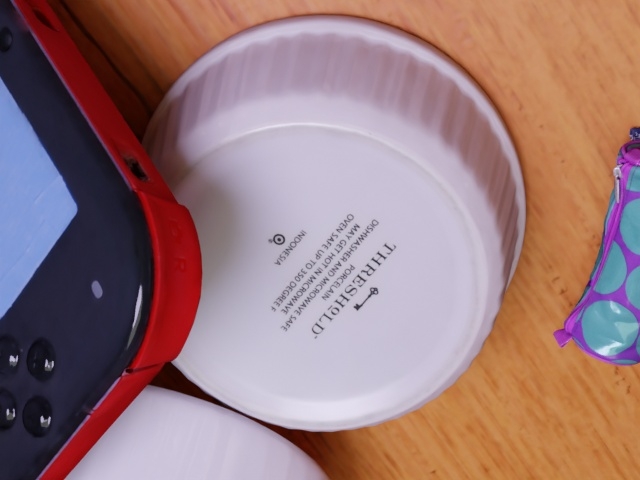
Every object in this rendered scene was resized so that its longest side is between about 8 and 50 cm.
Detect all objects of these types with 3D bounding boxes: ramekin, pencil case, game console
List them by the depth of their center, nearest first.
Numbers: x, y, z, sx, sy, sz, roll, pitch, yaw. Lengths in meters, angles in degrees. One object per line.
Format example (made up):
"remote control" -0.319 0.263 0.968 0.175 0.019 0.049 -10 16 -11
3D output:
"game console" -0.251 -0.001 0.732 0.342 0.060 0.386 -47 60 22
"ramekin" 0.000 0.000 0.790 0.273 0.127 0.272 3 115 6
"pencil case" 0.208 0.007 0.804 0.070 0.064 0.151 5 116 -13
"ramekin" -0.118 0.206 0.837 0.277 0.135 0.277 13 150 8
